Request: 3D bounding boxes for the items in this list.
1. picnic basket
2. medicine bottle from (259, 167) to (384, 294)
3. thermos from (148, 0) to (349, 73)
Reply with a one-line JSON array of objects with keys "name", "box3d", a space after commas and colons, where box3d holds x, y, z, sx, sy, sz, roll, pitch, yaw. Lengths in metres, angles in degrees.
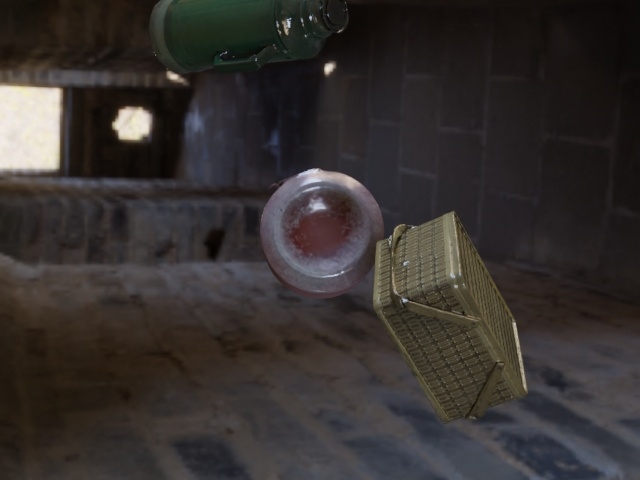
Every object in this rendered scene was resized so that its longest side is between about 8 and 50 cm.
[{"name": "picnic basket", "box3d": [0.115, 0.068, 0.872, 0.164, 0.079, 0.115, 57, -159, -29]}, {"name": "medicine bottle", "box3d": [0.000, 0.000, 1.196, 0.247, 0.147, 0.147, 93, 174, -84]}, {"name": "thermos", "box3d": [-0.062, -0.186, 0.845, 0.188, 0.083, 0.073, 2, 109, 40]}]
